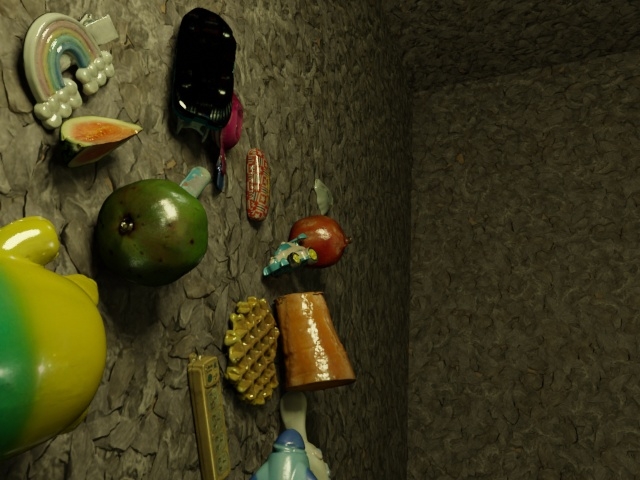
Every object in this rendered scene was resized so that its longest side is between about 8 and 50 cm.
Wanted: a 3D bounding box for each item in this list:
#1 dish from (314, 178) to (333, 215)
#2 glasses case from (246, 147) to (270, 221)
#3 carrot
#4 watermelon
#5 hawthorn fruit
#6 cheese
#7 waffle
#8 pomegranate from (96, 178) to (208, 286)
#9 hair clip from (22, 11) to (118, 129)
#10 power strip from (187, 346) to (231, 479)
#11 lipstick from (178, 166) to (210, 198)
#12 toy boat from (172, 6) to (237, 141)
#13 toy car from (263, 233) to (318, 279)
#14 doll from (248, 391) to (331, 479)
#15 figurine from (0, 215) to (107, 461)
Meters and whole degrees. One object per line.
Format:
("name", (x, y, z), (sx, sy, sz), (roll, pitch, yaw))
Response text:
("dish", (0.018, -0.156, 1.810), (0.091, 0.039, 0.137), (-69, 148, -47))
("glasses case", (-0.160, -0.145, 1.356), (0.073, 0.049, 0.194), (19, 68, -66))
("carrot", (-0.020, 0.268, 1.381), (0.196, 0.196, 0.254), (33, 43, -63))
("watermelon", (-0.369, -0.167, 0.819), (0.069, 0.087, 0.163), (58, 20, -12))
("hawthorn fruit", (0.000, 0.000, 1.538), (0.169, 0.188, 0.169), (-12, 90, -71))
("cheese", (-0.221, -0.237, 1.191), (0.155, 0.062, 0.244), (-141, -121, -88))
("waffle", (-0.159, 0.267, 1.263), (0.249, 0.056, 0.253), (63, 30, -44))
("pomegranate", (-0.274, -0.011, 0.896), (0.225, 0.187, 0.187), (13, 73, -79))
("hair clip", (-0.398, -0.290, 0.811), (0.140, 0.054, 0.220), (81, 22, -45))
("power strip", (-0.232, 0.369, 1.076), (0.064, 0.044, 0.305), (-16, 100, -67))
("lipstick", (-0.278, -0.093, 1.057), (0.158, 0.048, 0.048), (-69, 146, -48))
("toy boat", (-0.262, -0.363, 1.115), (0.134, 0.092, 0.298), (16, 59, -31))
("toy car", (-0.099, 0.044, 1.407), (0.161, 0.126, 0.098), (-4, 66, -58))
("doll", (-0.053, 0.606, 1.273), (0.376, 0.187, 0.365), (57, 12, 4))
("figurine", (-0.378, 0.123, 0.531), (0.340, 0.231, 0.323), (12, 76, -61))
